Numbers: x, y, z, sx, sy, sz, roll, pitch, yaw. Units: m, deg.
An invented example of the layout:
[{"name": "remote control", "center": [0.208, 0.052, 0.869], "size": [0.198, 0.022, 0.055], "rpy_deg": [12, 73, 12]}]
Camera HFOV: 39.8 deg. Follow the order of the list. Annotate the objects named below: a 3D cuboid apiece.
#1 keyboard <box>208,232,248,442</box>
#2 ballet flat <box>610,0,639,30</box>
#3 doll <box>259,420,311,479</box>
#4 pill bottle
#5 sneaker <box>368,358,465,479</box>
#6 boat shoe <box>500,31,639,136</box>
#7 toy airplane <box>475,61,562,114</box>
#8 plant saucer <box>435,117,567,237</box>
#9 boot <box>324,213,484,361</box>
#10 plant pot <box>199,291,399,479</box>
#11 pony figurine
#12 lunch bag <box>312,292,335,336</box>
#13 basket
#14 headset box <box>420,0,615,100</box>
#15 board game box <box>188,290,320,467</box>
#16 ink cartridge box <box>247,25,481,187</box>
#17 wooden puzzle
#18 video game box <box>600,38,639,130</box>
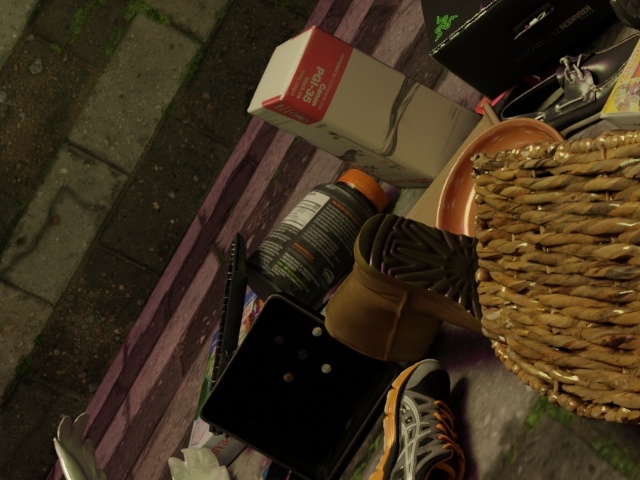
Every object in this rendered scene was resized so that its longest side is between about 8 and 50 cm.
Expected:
[{"name": "keyboard", "center": [-0.143, 0.167, 1.330], "size": [0.201, 0.033, 0.317], "rpy_deg": [-104, 21, -56]}, {"name": "ballet flat", "center": [0.369, -0.293, 0.948], "size": [0.173, 0.049, 0.057], "rpy_deg": [-52, 11, -25]}, {"name": "doll", "center": [-0.053, 0.332, 1.201], "size": [0.129, 0.046, 0.189], "rpy_deg": [-35, 31, 53]}, {"name": "pill bottle", "center": [0.000, 0.000, 1.386], "size": [0.246, 0.130, 0.130], "rpy_deg": [-48, 13, -17]}, {"name": "sneaker", "center": [0.109, 0.214, 0.894], "size": [0.083, 0.084, 0.215], "rpy_deg": [-14, 41, 34]}, {"name": "boat shoe", "center": [0.287, -0.172, 0.994], "size": [0.206, 0.065, 0.075], "rpy_deg": [-38, 25, 49]}, {"name": "toy airplane", "center": [0.273, -0.221, 1.176], "size": [0.151, 0.028, 0.151], "rpy_deg": [-47, 20, 23]}, {"name": "plant saucer", "center": [0.207, -0.034, 0.967], "size": [0.200, 0.037, 0.200], "rpy_deg": [-28, 55, 48]}, {"name": "boot", "center": [0.126, 0.077, 0.947], "size": [0.089, 0.236, 0.269], "rpy_deg": [-61, -7, -22]}, {"name": "plant pot", "center": [-0.026, 0.176, 1.171], "size": [0.188, 0.187, 0.167], "rpy_deg": [-59, 4, 8]}, {"name": "pony figurine", "center": [-0.252, 0.454, 1.272], "size": [0.363, 0.303, 0.351], "rpy_deg": [-60, 40, 14]}, {"name": "lunch bag", "center": [0.018, 0.117, 1.329], "size": [0.071, 0.053, 0.083], "rpy_deg": [-46, 13, 37]}, {"name": "basket", "center": [0.280, 0.019, 0.668], "size": [0.299, 0.223, 0.213], "rpy_deg": [-178, 83, -71]}, {"name": "headset box", "center": [0.253, -0.355, 1.127], "size": [0.246, 0.131, 0.283], "rpy_deg": [-34, 43, 36]}, {"name": "board game box", "center": [-0.110, 0.196, 1.541], "size": [0.319, 0.066, 0.318], "rpy_deg": [-50, 20, 32]}, {"name": "ink cartridge box", "center": [0.061, -0.184, 1.294], "size": [0.117, 0.283, 0.207], "rpy_deg": [-66, 17, -5]}, {"name": "wooden puzzle", "center": [0.182, -0.037, 1.132], "size": [0.239, 0.044, 0.221], "rpy_deg": [-58, 17, 24]}, {"name": "video game box", "center": [0.372, -0.197, 0.822], "size": [0.205, 0.048, 0.187], "rpy_deg": [-61, 19, -2]}]
